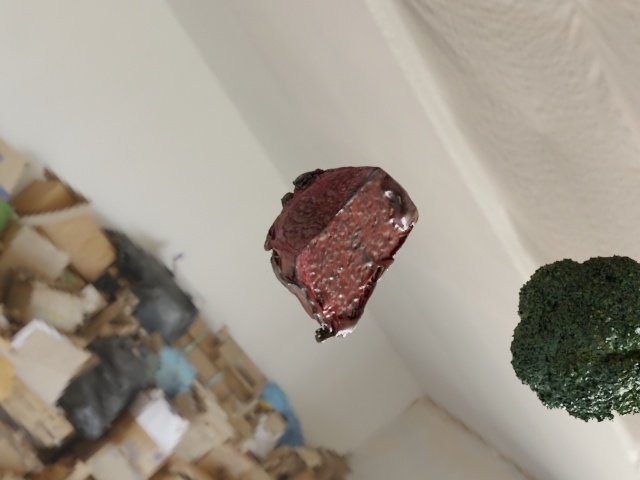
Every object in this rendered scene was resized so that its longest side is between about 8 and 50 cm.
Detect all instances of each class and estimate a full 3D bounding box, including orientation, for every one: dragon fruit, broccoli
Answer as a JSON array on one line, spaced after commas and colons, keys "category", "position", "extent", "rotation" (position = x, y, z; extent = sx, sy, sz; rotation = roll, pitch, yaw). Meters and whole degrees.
[{"category": "dragon fruit", "position": [0.000, 0.000, 0.974], "extent": [0.096, 0.147, 0.102], "rotation": [16, -33, 41]}, {"category": "broccoli", "position": [0.295, 0.104, 1.271], "extent": [0.195, 0.195, 0.156], "rotation": [47, 8, 15]}]
